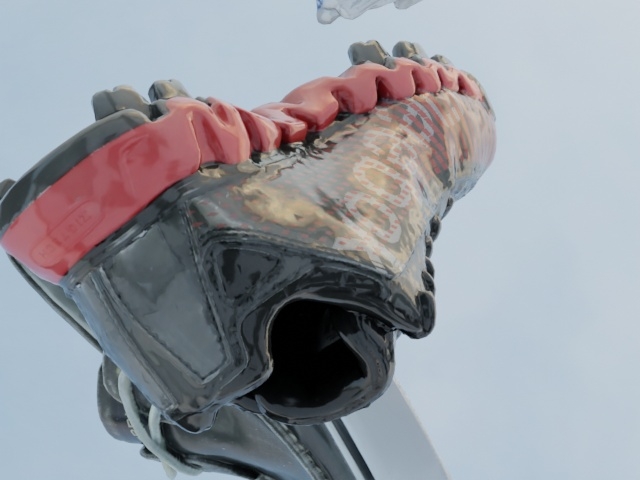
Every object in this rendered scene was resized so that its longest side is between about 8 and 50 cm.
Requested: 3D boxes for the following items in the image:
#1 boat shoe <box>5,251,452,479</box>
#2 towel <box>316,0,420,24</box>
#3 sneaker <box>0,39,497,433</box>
[{"bbox_3d":[-0.054,0.066,0.945,0.119,0.335,0.121,-32,-49,-15],"label":"boat shoe"},{"bbox_3d":[0.058,-0.228,0.598,0.034,0.209,0.285,23,-131,-63],"label":"towel"},{"bbox_3d":[0.000,0.000,0.745,0.276,0.097,0.135,-19,-107,-55],"label":"sneaker"}]
